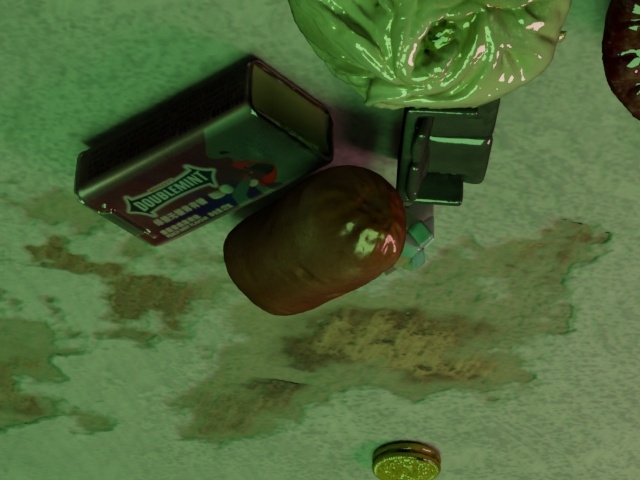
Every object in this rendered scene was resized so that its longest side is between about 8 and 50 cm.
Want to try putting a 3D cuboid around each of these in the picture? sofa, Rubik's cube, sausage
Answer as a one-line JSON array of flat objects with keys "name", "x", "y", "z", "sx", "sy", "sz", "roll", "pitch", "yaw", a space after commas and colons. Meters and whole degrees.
[{"name": "sofa", "x": 0.114, "y": -0.085, "z": 1.753, "sx": 0.085, "sy": 0.060, "sz": 0.147, "roll": 3, "pitch": 147, "yaw": -2}, {"name": "Rubik's cube", "x": 0.064, "y": -0.003, "z": 1.874, "sx": 0.084, "sy": 0.073, "sz": 0.075, "roll": 6, "pitch": 148, "yaw": -10}, {"name": "sausage", "x": 0.000, "y": 0.000, "z": 1.801, "sx": 0.114, "sy": 0.113, "sz": 0.259, "roll": 16, "pitch": 162, "yaw": -20}]

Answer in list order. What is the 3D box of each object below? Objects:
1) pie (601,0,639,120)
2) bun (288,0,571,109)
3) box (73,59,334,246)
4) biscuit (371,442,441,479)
[{"name": "pie", "x": 0.332, "y": -0.161, "z": 1.589, "sx": 0.204, "sy": 0.054, "sz": 0.218, "roll": 4, "pitch": 136, "yaw": 10}, {"name": "bun", "x": 0.085, "y": -0.190, "z": 1.490, "sx": 0.229, "sy": 0.145, "sz": 0.229, "roll": -1, "pitch": 134, "yaw": -1}, {"name": "box", "x": -0.106, "y": -0.075, "z": 1.776, "sx": 0.224, "sy": 0.069, "sz": 0.120, "roll": -25, "pitch": 138, "yaw": 36}, {"name": "biscuit", "x": 0.103, "y": 0.268, "z": 2.341, "sx": 0.084, "sy": 0.023, "sz": 0.084, "roll": 2, "pitch": 147, "yaw": 1}]
